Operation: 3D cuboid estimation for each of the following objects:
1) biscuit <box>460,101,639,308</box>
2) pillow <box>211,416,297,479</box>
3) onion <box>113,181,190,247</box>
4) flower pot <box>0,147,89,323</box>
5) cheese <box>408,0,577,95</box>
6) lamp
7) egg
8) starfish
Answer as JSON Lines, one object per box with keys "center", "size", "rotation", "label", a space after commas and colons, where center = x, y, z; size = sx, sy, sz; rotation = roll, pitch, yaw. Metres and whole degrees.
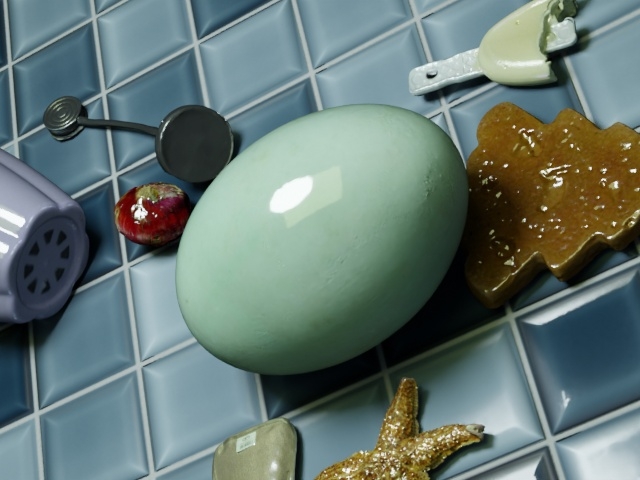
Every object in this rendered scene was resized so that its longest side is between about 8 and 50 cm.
{"center": [0.281, -0.048, 1.742], "size": [0.301, 0.043, 0.278], "rotation": [-3, 60, 31], "label": "biscuit"}
{"center": [-0.076, 0.317, 1.746], "size": [0.130, 0.033, 0.217], "rotation": [-27, 50, 23], "label": "pillow"}
{"center": [-0.228, -0.034, 2.024], "size": [0.107, 0.097, 0.107], "rotation": [-5, 24, 2], "label": "onion"}
{"center": [-0.466, -0.010, 2.065], "size": [0.243, 0.265, 0.265], "rotation": [17, 72, 26], "label": "flower pot"}
{"center": [0.221, -0.236, 1.891], "size": [0.235, 0.050, 0.127], "rotation": [-14, 56, 23], "label": "cheese"}
{"center": [-0.284, -0.179, 2.134], "size": [0.371, 0.108, 0.130], "rotation": [27, 75, 40], "label": "lamp"}
{"center": [0.000, 0.000, 1.731], "size": [0.389, 0.276, 0.276], "rotation": [-40, 48, 18], "label": "egg"}
{"center": [0.078, 0.268, 1.677], "size": [0.240, 0.043, 0.227], "rotation": [-23, 50, 25], "label": "starfish"}
